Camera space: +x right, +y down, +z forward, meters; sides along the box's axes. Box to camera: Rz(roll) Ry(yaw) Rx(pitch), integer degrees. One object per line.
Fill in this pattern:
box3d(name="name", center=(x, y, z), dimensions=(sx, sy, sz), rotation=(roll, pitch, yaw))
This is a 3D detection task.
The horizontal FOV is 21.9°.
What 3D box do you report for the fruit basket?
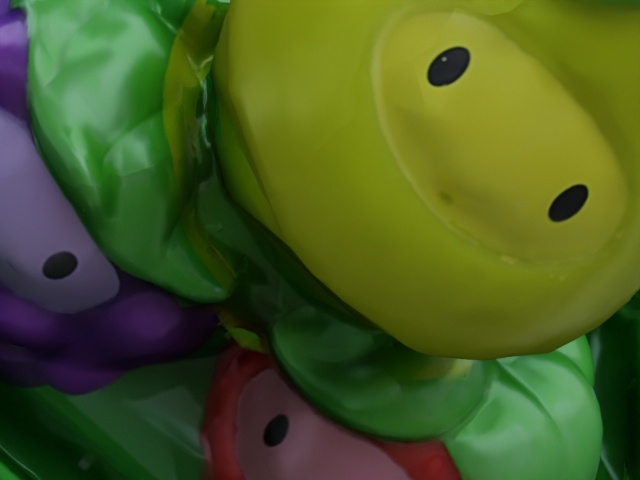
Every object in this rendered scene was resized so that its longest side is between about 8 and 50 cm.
box3d(name="fruit basket", center=(0.000, 0.000, 0.582), dimensions=(0.283, 0.392, 0.392), rotation=(-51, 24, -22))
